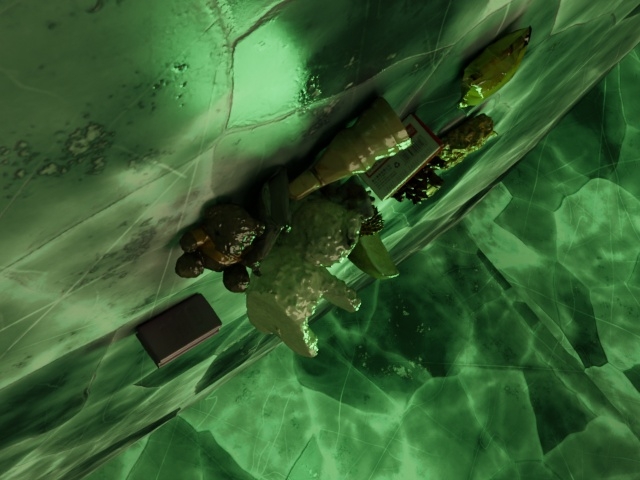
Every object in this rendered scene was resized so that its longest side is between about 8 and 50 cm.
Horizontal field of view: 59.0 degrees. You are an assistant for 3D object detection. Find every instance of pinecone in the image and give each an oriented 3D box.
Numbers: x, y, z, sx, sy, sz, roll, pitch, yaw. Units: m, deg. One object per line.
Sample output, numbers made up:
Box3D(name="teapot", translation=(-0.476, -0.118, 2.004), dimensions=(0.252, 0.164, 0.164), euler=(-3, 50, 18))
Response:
Box3D(name="pinecone", translation=(0.302, -0.199, 1.783), dimensions=(0.195, 0.150, 0.179), euler=(-41, 173, 28))

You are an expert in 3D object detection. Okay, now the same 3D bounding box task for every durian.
Box3D(name="durian", translation=(0.121, -0.067, 1.747), dimensions=(0.139, 0.144, 0.252), euler=(-40, -160, 16))

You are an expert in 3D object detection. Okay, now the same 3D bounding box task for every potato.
Box3D(name="potato", translation=(0.171, 0.049, 2.054), dimensions=(0.112, 0.255, 0.269), euler=(-35, 167, -18))

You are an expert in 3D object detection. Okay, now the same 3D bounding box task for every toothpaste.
Box3D(name="toothpaste", translation=(0.481, -0.435, 1.663), dimensions=(0.164, 0.046, 0.034), euler=(-40, 169, 9))

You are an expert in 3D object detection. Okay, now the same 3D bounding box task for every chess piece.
Box3D(name="chess piece", translation=(0.049, -0.182, 1.256), dimensions=(0.301, 0.137, 0.137), euler=(-35, 168, 8))

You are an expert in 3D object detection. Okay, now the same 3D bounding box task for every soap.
Box3D(name="soap", translation=(-0.383, 0.242, 1.540), dimensions=(0.203, 0.122, 0.065), euler=(-31, 164, -32))

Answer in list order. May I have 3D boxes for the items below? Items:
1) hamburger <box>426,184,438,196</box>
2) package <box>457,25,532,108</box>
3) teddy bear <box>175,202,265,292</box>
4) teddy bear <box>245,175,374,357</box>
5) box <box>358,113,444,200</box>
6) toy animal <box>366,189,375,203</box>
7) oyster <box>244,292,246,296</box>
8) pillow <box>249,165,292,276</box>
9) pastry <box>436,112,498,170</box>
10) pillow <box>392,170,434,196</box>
Box3D(name="hamburger", translation=(0.411, -0.207, 2.197), dimensions=(0.127, 0.081, 0.141), euler=(-37, 168, -3))
Box3D(name="package", translation=(0.437, -0.436, 1.447), dimensions=(0.226, 0.090, 0.168), euler=(-40, 164, -3))
Box3D(name="teddy bear", translation=(-0.201, 0.002, 1.186), dimensions=(0.177, 0.140, 0.190), euler=(18, 134, -23))
Box3D(name="teddy bear", translation=(-0.021, 0.056, 1.450), dimensions=(0.362, 0.328, 0.375), euler=(-54, 158, -24))
Box3D(name="box", translation=(0.206, -0.217, 1.518), dimensions=(0.229, 0.123, 0.050), euler=(-44, 170, 25))
Box3D(name="toy animal", translation=(0.041, -0.061, 1.607), dimensions=(0.251, 0.125, 0.127), euler=(-39, 156, 0))
Box3D(name="oyster", translation=(-0.221, 0.160, 1.892), dimensions=(0.093, 0.034, 0.051), euler=(-33, 156, 35))
Box3D(name="pillow", translation=(-0.123, -0.039, 1.243), dimensions=(0.059, 0.169, 0.255), euler=(4, 149, -22))
Box3D(name="pastry", translation=(0.479, -0.331, 1.896), dimensions=(0.250, 0.102, 0.154), euler=(-33, 167, -22))
Box3D(name="pillow", translation=(0.325, -0.203, 2.049), dimensions=(0.241, 0.051, 0.093), euler=(-33, 167, -30))
